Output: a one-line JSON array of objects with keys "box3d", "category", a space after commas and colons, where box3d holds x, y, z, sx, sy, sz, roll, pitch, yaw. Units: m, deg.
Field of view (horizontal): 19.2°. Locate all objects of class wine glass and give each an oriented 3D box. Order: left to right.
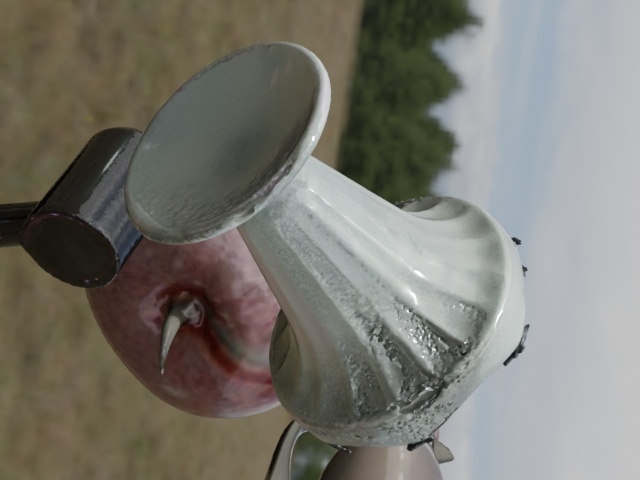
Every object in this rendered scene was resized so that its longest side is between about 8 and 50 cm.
[{"box3d": [0.000, 0.000, 1.029, 0.196, 0.165, 0.165, 47, 36, -36], "category": "wine glass"}]

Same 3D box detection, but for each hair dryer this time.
[{"box3d": [-0.225, -0.016, 1.332, 0.114, 0.248, 0.071, -59, 135, -48], "category": "hair dryer"}]

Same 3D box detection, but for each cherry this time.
[{"box3d": [-0.089, 0.030, 1.613, 0.285, 0.212, 0.236, -57, 144, -51], "category": "cherry"}]

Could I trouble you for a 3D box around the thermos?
[{"box3d": [0.028, 0.181, 1.342, 0.193, 0.137, 0.105, -74, -175, -54], "category": "thermos"}]
